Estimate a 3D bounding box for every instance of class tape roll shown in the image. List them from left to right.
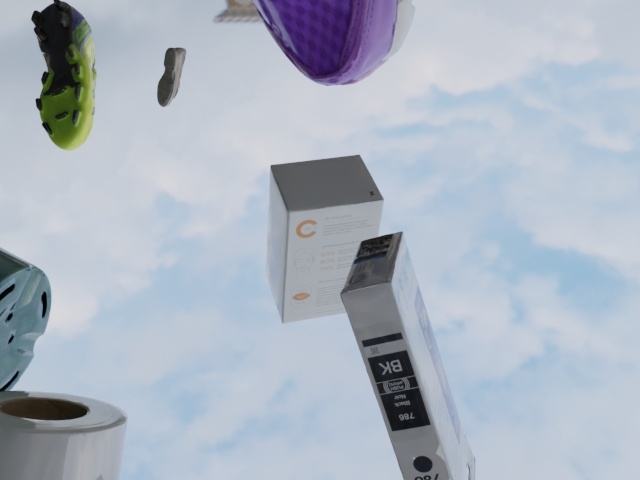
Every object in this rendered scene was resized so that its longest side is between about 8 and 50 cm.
[{"bbox_3d":[-0.413,0.327,1.210,0.246,0.169,0.246,8,-178,0],"label":"tape roll"}]

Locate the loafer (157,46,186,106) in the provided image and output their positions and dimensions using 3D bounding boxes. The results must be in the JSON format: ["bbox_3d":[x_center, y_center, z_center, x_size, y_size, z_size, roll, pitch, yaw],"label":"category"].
[{"bbox_3d":[-0.290,-0.321,1.639,0.045,0.125,0.039,37,-144,26],"label":"loafer"}]

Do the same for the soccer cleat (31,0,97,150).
[{"bbox_3d":[-0.379,-0.251,1.293,0.093,0.121,0.289,-24,-121,13],"label":"soccer cleat"}]

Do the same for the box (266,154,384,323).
[{"bbox_3d":[0.000,0.000,1.888,0.214,0.345,0.168,-8,-136,-15],"label":"box"}]

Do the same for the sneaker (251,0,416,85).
[{"bbox_3d":[-0.045,-0.156,0.303,0.095,0.236,0.104,4,-141,46],"label":"sneaker"}]

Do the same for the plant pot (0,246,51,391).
[{"bbox_3d":[-0.646,0.099,1.339,0.334,0.341,0.341,21,-135,10],"label":"plant pot"}]

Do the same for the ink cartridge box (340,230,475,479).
[{"bbox_3d":[0.110,0.170,0.974,0.065,0.333,0.165,-16,-165,15],"label":"ink cartridge box"}]
